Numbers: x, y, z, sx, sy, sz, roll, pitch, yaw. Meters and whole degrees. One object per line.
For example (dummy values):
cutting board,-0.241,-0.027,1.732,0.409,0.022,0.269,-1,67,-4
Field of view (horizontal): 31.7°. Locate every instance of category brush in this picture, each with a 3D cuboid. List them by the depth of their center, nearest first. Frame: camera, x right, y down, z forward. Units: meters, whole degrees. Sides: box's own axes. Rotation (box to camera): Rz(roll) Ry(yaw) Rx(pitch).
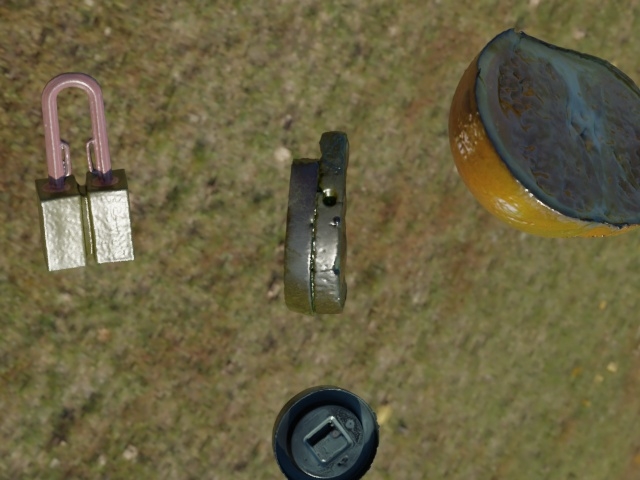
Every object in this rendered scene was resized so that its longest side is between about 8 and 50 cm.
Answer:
brush,-0.259,-0.075,1.218,0.103,0.047,0.233,-8,128,-14

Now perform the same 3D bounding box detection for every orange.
orange,0.295,-0.127,1.417,0.274,0.274,0.310,-64,153,0

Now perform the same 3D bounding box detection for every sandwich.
sandwich,0.000,0.002,0.580,0.135,0.029,0.067,86,11,-62

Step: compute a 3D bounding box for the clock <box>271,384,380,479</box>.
clock,0.004,0.152,0.864,0.085,0.017,0.085,-2,98,-15
